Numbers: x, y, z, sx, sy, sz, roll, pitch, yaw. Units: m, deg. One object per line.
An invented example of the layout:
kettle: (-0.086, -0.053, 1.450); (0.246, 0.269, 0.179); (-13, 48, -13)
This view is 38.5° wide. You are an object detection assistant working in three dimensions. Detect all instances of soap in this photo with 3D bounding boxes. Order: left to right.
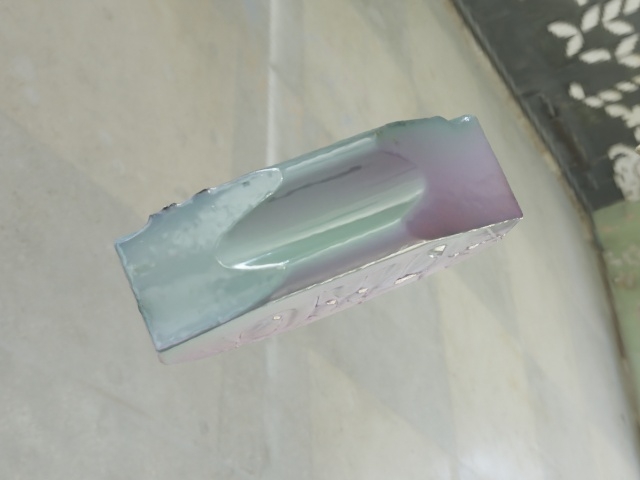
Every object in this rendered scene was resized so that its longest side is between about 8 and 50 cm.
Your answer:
soap: (0.000, 0.000, 0.768); (0.193, 0.323, 0.109); (114, -45, -71)

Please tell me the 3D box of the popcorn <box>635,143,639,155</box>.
popcorn: (0.481, -0.074, 0.966); (0.270, 0.258, 0.224); (40, 22, 25)
